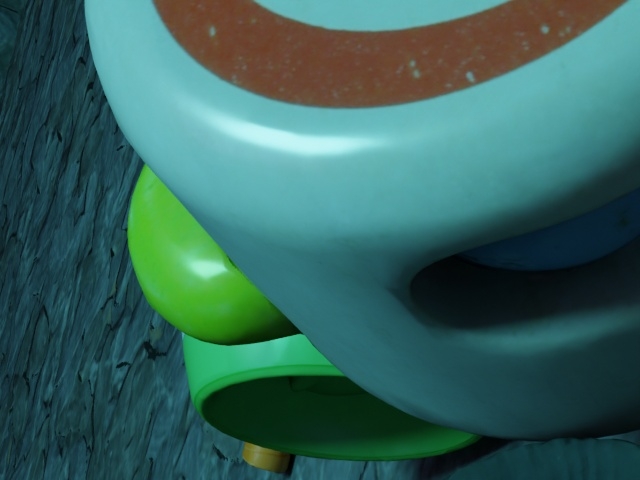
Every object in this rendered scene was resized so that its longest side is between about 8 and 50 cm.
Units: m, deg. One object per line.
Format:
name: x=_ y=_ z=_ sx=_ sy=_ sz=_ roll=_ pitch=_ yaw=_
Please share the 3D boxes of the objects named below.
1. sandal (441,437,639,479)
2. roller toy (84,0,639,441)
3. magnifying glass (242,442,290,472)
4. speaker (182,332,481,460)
sandal: x=0.082 y=0.110 z=0.191 sx=0.167 sy=0.107 sz=0.446 roll=-39 pitch=23 yaw=-16
roller toy: x=0.048 y=-0.063 z=0.396 sx=0.191 sy=0.146 sz=0.209 roll=17 pitch=70 yaw=34
magnifying glass: x=0.000 y=0.000 z=0.802 sx=0.092 sy=0.026 sz=0.231 roll=-158 pitch=83 yaw=-72
speaker: x=0.018 y=-0.071 z=0.634 sx=0.131 sy=0.131 sz=0.296 roll=137 pitch=141 yaw=-59
